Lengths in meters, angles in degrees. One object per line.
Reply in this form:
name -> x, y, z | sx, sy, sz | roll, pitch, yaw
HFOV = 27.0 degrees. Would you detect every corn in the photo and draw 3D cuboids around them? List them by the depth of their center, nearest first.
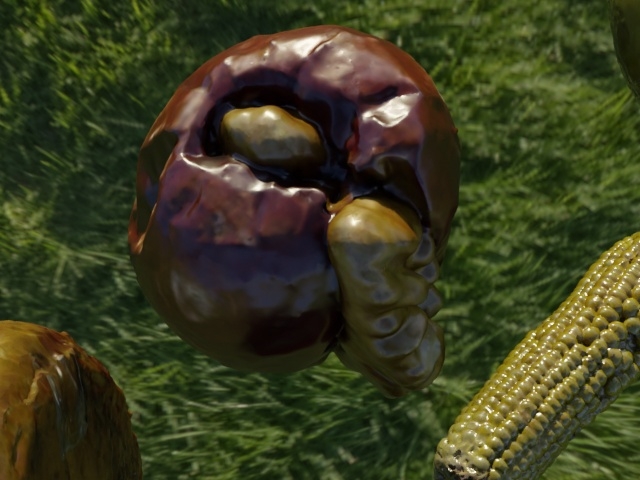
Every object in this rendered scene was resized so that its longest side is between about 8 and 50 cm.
corn -> 0.208, 0.095, 1.066 | 0.097, 0.097, 0.320 | 45, 65, 8

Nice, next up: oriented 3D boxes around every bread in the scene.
bread -> -0.103, 0.115, 0.444 | 0.064, 0.193, 0.193 | -7, 83, 8

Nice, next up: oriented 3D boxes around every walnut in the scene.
walnut -> 0.000, 0.000, 0.886 | 0.244, 0.269, 0.222 | 41, 77, 19

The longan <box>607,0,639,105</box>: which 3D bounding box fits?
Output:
longan -> 0.210, -0.109, 0.629 | 0.145, 0.176, 0.155 | -11, 109, 11
